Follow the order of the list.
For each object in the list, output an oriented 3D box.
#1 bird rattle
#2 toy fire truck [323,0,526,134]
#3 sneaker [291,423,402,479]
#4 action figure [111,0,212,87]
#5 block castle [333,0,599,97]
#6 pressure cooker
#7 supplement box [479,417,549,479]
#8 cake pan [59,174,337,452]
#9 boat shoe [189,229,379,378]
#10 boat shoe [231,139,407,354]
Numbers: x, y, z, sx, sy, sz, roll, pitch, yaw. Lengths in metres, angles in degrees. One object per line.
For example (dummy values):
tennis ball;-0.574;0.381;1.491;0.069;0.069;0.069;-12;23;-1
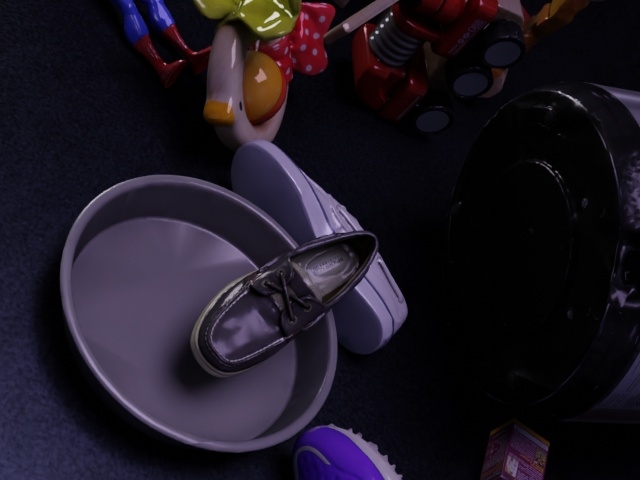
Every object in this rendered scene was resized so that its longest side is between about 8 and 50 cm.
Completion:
bird rattle;-0.078;-0.197;1.278;0.143;0.253;0.207;10;81;11
toy fire truck;0.095;-0.238;1.385;0.246;0.217;0.159;16;52;-28
sneaker;0.020;0.304;1.017;0.146;0.102;0.293;-6;64;-40
action figure;-0.210;-0.321;1.272;0.280;0.139;0.091;49;42;5
block castle;0.162;-0.434;1.518;0.453;0.303;0.213;37;43;-12
pressure cooker;0.389;0.030;1.288;0.420;0.370;0.376;6;83;-23
supplement box;0.209;0.244;1.251;0.055;0.043;0.083;37;43;-11
cake pan;-0.119;0.073;1.111;0.293;0.054;0.293;20;49;-26
boat shoe;-0.029;0.048;1.094;0.223;0.073;0.080;-34;87;-39
boat shoe;0.000;0.000;1.242;0.084;0.095;0.258;-35;95;-51
